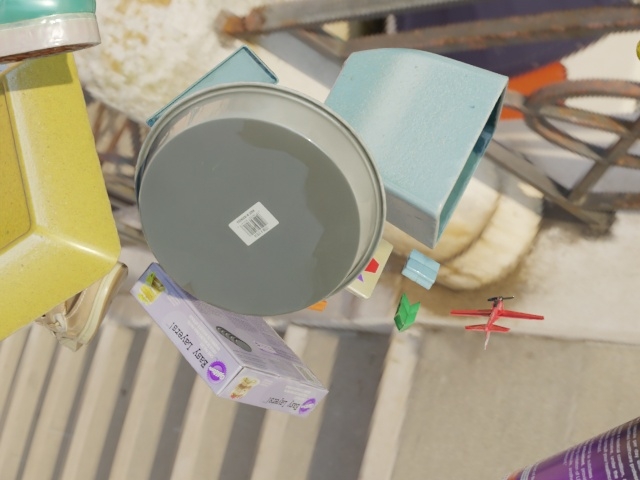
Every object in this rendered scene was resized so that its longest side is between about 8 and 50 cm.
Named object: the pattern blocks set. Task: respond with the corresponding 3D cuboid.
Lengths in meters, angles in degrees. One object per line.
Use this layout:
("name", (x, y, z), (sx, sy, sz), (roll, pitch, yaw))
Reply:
("pattern blocks set", (0.000, 0.000, 1.556), (0.325, 0.285, 0.026), (36, 126, 5))

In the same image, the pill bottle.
("pill bottle", (0.375, 0.316, 1.416), (0.323, 0.182, 0.181), (-33, 52, 31))

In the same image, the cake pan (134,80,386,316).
("cake pan", (-0.074, -0.033, 1.326), (0.293, 0.293, 0.054), (-36, 17, 26))

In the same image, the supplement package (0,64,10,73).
("supplement package", (-0.469, -0.133, 1.731), (0.194, 0.149, 0.203), (-3, 67, 66))

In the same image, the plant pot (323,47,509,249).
("plant pot", (0.128, -0.169, 1.891), (0.252, 0.247, 0.247), (27, 80, 10))

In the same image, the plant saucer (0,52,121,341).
("plant saucer", (-0.421, -0.045, 1.449), (0.333, 0.081, 0.332), (-30, 61, 22))

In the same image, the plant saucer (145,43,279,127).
("plant saucer", (-0.141, -0.184, 1.531), (0.192, 0.067, 0.018), (-32, 25, 32))

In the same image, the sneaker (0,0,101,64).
("sneaker", (-0.371, -0.226, 1.141), (0.108, 0.302, 0.121), (-161, 62, -81))

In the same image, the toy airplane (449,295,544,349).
("toy airplane", (0.264, 0.119, 1.818), (0.151, 0.151, 0.028), (21, 126, 46))

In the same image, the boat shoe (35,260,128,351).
("boat shoe", (-0.395, 0.096, 1.868), (0.121, 0.110, 0.341), (-65, 12, -27))

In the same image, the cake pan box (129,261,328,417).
("cake pan box", (-0.133, 0.154, 1.800), (0.070, 0.267, 0.246), (-49, 60, 9))

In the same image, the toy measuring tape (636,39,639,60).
("toy measuring tape", (0.523, -0.153, 1.461), (0.121, 0.330, 0.121), (-55, 6, 9))
